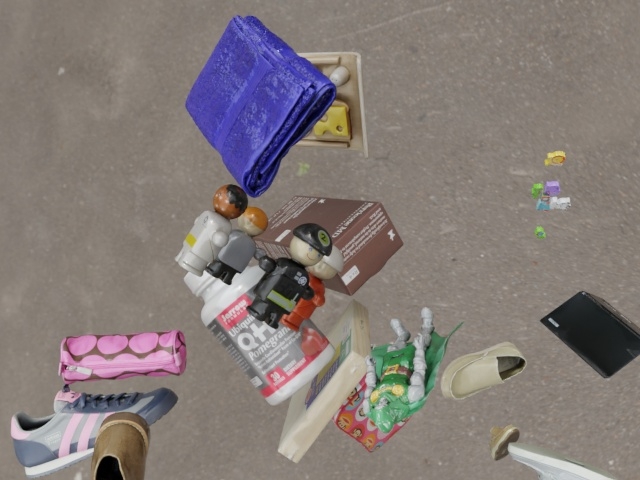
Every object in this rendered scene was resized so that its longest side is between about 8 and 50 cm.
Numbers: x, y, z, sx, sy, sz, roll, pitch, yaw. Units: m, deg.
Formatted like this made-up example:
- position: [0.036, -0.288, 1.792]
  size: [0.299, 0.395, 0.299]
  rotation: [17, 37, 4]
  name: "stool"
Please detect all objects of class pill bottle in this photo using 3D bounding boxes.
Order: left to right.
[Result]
- position: [-0.132, 0.163, 1.222]
  size: [0.176, 0.176, 0.318]
  rotation: [-41, 87, 26]
  name: "pill bottle"

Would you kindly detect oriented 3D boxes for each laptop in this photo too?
- position: [0.797, 0.266, 1.670]
  size: [0.136, 0.264, 0.234]
  rotation: [-55, 49, 17]
  name: "laptop"

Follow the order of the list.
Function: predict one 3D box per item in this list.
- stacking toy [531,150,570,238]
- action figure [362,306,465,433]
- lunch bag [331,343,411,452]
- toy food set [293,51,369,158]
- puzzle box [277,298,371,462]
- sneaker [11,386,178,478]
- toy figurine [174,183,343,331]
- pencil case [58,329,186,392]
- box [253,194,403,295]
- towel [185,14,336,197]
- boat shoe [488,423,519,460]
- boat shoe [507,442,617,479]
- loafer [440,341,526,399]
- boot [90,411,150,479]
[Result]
- position: [0.658, -0.125, 1.702]
  size: [0.052, 0.221, 0.167]
  rotation: [4, 61, 6]
  name: "stacking toy"
- position: [0.099, 0.156, 0.721]
  size: [0.137, 0.232, 0.063]
  rotation: [-26, 100, 23]
  name: "action figure"
- position: [0.150, 0.414, 1.588]
  size: [0.258, 0.293, 0.120]
  rotation: [-44, 44, -8]
  name: "lunch bag"
- position: [-0.044, -0.283, 1.280]
  size: [0.306, 0.092, 0.219]
  rotation: [7, 125, 23]
  name: "toy food set"
- position: [0.019, 0.306, 1.384]
  size: [0.052, 0.409, 0.272]
  rotation: [35, 100, -3]
  name: "puzzle box"
- position: [-0.439, 0.335, 1.137]
  size: [0.319, 0.112, 0.131]
  rotation: [-24, 95, -5]
  name: "sneaker"
- position: [-0.081, 0.021, 0.863]
  size: [0.210, 0.213, 0.148]
  rotation: [32, 87, 16]
  name: "toy figurine"
- position: [-0.341, 0.206, 1.034]
  size: [0.098, 0.209, 0.095]
  rotation: [152, 113, -79]
  name: "pencil case"
- position: [0.000, 0.000, 1.472]
  size: [0.191, 0.143, 0.381]
  rotation: [-42, 28, -23]
  name: "box"
- position: [-0.125, -0.246, 1.015]
  size: [0.227, 0.076, 0.308]
  rotation: [-51, 48, 14]
  name: "towel"
- position: [0.523, 0.575, 1.731]
  size: [0.190, 0.068, 0.072]
  rotation: [95, 155, -48]
  name: "boat shoe"
- position: [0.519, 0.512, 1.292]
  size: [0.228, 0.079, 0.081]
  rotation: [15, 89, 20]
  name: "boat shoe"
- position: [0.450, 0.356, 1.622]
  size: [0.092, 0.269, 0.102]
  rotation: [10, 121, 69]
  name: "loafer"
- position: [-0.315, 0.426, 0.907]
  size: [0.115, 0.112, 0.305]
  rotation: [-109, 22, -71]
  name: "boot"
